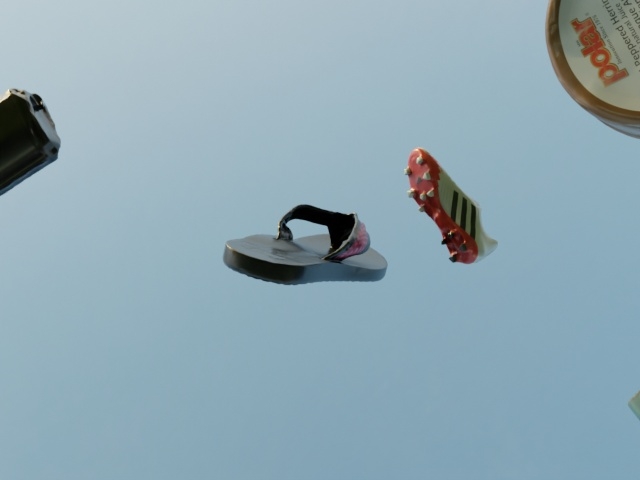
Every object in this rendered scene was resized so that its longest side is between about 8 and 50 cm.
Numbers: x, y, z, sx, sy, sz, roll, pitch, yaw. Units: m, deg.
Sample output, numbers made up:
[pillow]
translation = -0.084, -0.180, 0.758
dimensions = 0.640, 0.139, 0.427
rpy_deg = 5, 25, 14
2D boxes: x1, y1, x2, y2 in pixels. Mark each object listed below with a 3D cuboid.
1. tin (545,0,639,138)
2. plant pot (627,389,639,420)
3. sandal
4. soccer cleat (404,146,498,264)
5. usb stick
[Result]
[tin]
translation = 0.183, -0.118, 0.369
dimensions = 0.040, 0.190, 0.106
rpy_deg = 11, -127, -51
[plant pot]
translation = 0.352, 0.152, 0.536
dimensions = 0.166, 0.165, 0.234
rpy_deg = 17, -146, -37
[sandal]
translation = 0.000, 0.000, 0.544
dimensions = 0.067, 0.179, 0.040
rpy_deg = 15, -84, 19
[soccer cleat]
translation = 0.083, -0.023, 0.562
dimensions = 0.036, 0.029, 0.083
rpy_deg = -16, -110, -35
[usb stick]
translation = -0.331, -0.024, 0.705
dimensions = 0.278, 0.045, 0.077
rpy_deg = -33, -114, 4
